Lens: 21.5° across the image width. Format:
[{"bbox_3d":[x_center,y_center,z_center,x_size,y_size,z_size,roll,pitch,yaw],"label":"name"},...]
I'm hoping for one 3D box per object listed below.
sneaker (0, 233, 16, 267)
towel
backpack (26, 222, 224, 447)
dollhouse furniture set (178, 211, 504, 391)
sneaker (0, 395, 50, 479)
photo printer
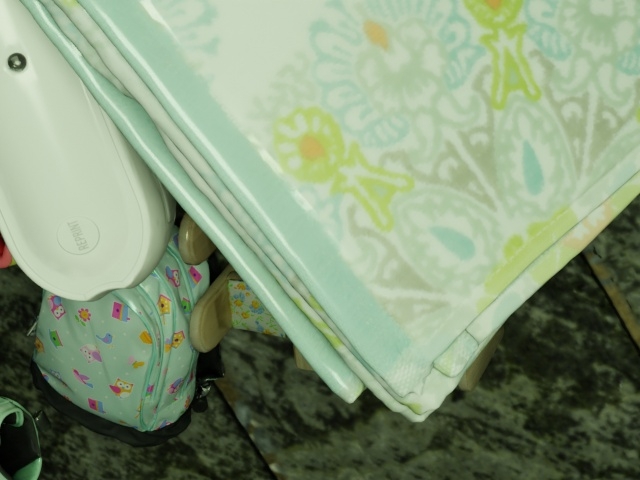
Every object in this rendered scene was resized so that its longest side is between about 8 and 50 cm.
[{"bbox_3d":[-0.271,-0.068,1.277,0.081,0.094,0.208,-31,101,37],"label":"sneaker"},{"bbox_3d":[0.038,-0.127,0.980,0.374,0.320,0.090,52,158,-11],"label":"towel"},{"bbox_3d":[-0.148,0.064,1.281,0.152,0.115,0.182,24,130,8],"label":"backpack"},{"bbox_3d":[0.000,0.000,1.149,0.212,0.161,0.242,7,121,21],"label":"dollhouse furniture set"},{"bbox_3d":[-0.325,0.111,1.405,0.151,0.094,0.256,-7,125,34],"label":"sneaker"},{"bbox_3d":[-0.183,-0.117,1.105,0.107,0.256,0.307,-20,108,2],"label":"photo printer"}]
